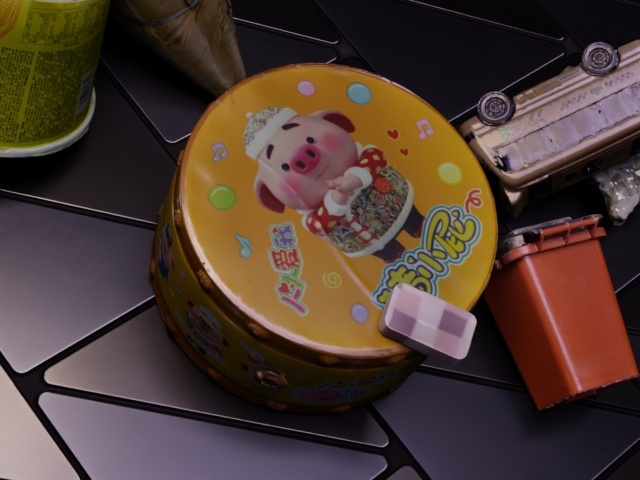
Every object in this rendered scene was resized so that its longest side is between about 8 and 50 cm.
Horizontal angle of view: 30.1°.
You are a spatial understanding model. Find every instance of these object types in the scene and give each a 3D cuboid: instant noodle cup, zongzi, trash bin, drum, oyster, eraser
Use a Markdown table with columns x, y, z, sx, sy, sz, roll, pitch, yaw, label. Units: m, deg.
| x | y | z | sx | sy | sz | roll | pitch | yaw | label |
| --- | --- | --- | --- | --- | --- | --- | --- | --- | --- |
| -0.401 | -0.288 | 1.499 | 0.311 | 0.221 | 0.311 | 18 | 40 | -16 | instant noodle cup |
| -0.238 | -0.344 | 1.701 | 0.160 | 0.360 | 0.323 | -41 | 39 | -14 | zongzi |
| 0.325 | 0.095 | 1.599 | 0.161 | 0.184 | 0.238 | -13 | 73 | -23 | trash bin |
| 0.000 | 0.000 | 1.523 | 0.431 | 0.214 | 0.431 | 8 | 61 | -14 | drum |
| 0.454 | -0.161 | 1.814 | 0.198 | 0.112 | 0.267 | -17 | 72 | -24 | oyster |
| 0.124 | 0.097 | 1.375 | 0.105 | 0.026 | 0.065 | 24 | 62 | -6 | eraser |

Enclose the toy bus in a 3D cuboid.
| x | y | z | sx | sy | sz | roll | pitch | yaw | label |
| --- | --- | --- | --- | --- | --- | --- | --- | --- | --- |
| 0.352 | -0.158 | 1.710 | 0.289 | 0.139 | 0.157 | -25 | 70 | 0 | toy bus |
